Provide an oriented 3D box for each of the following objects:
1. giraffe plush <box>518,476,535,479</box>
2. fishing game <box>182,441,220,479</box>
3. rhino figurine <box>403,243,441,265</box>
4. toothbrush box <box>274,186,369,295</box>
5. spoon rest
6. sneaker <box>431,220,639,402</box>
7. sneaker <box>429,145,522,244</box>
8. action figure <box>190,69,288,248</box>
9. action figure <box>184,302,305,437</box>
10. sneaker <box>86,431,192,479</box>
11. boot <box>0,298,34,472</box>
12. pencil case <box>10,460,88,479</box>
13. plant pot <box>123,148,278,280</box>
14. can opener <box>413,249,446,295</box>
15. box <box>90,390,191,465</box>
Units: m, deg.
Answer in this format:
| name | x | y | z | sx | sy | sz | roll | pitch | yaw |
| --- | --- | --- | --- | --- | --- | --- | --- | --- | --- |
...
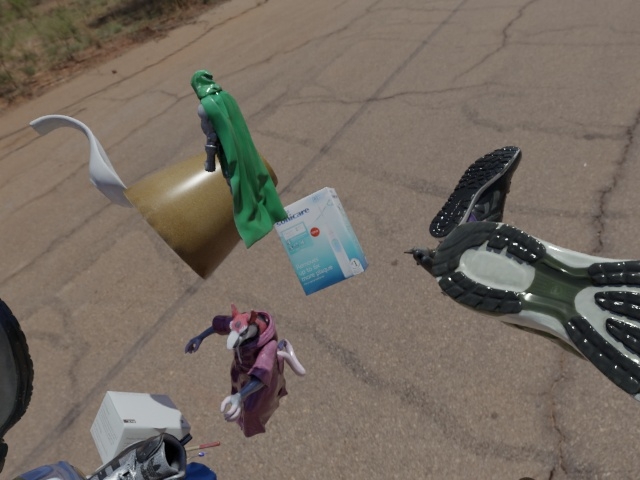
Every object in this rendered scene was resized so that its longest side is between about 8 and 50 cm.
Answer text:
| name | x | y | z | sx | sy | sz | roll | pitch | yaw |
| --- | --- | --- | --- | --- | --- | --- | --- | --- | --- |
| giraffe plush | 0.292 | 0.453 | 0.590 | 0.171 | 0.210 | 0.181 | -22 | 77 | 0 |
| fishing game | -0.281 | 0.494 | 0.742 | 0.190 | 0.041 | 0.264 | -12 | 26 | 3 |
| rhino figurine | 0.363 | 0.039 | 1.149 | 0.244 | 0.106 | 0.072 | -1 | 75 | 12 |
| toothbrush box | 0.000 | 0.000 | 1.324 | 0.217 | 0.295 | 0.126 | -24 | -1 | 13 |
| spoon rest | -0.498 | -0.177 | 0.885 | 0.276 | 0.137 | 0.084 | 43 | 75 | -3 |
| sneaker | 0.363 | 0.098 | 0.533 | 0.411 | 0.182 | 0.157 | 32 | 92 | 42 |
| sneaker | 0.373 | -0.084 | 0.919 | 0.283 | 0.124 | 0.107 | -51 | 23 | -5 |
| action figure | -0.121 | -0.118 | 0.558 | 0.064 | 0.231 | 0.137 | -11 | 20 | 19 |
| action figure | -0.130 | 0.266 | 0.886 | 0.276 | 0.369 | 0.248 | -20 | 47 | -28 |
| sneaker | -0.332 | 0.416 | 0.678 | 0.153 | 0.101 | 0.269 | -32 | -2 | 18 |
| boot | -0.350 | 0.163 | 0.325 | 0.084 | 0.246 | 0.161 | 34 | 21 | 20 |
| pencil case | -0.211 | 0.277 | 0.335 | 0.273 | 0.114 | 0.123 | -14 | 72 | 42 |
| plant pot | -0.223 | -0.087 | 0.840 | 0.254 | 0.237 | 0.237 | -42 | 46 | -14 |
| can opener | 0.256 | 0.070 | 0.842 | 0.073 | 0.186 | 0.059 | -58 | 29 | 1 |
| box | -0.477 | 0.500 | 1.060 | 0.182 | 0.181 | 0.118 | 18 | 85 | 48 |
